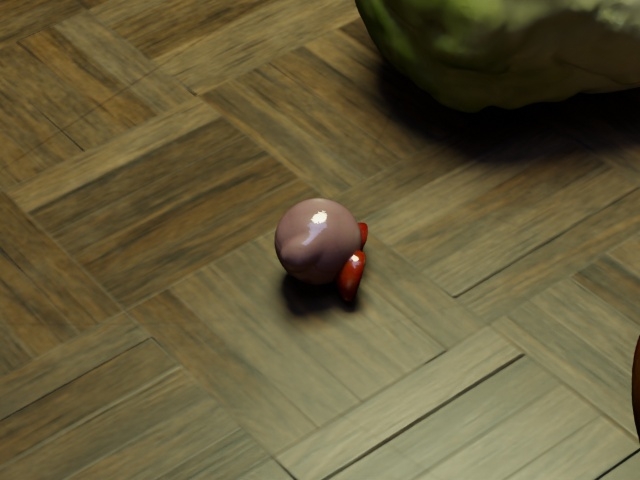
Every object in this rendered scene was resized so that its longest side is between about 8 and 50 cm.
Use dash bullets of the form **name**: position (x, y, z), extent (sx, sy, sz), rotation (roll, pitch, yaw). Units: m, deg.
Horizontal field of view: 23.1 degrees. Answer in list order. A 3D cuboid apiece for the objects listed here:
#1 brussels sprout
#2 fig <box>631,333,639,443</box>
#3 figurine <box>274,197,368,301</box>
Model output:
- **brussels sprout**: position (0.166, -0.233, 1.347), extent (0.274, 0.242, 0.316), rotation (-6, 39, -39)
- **fig**: position (0.277, 0.109, 0.975), extent (0.205, 0.205, 0.205), rotation (-4, 41, 3)
- **figurine**: position (0.000, 0.000, 1.212), extent (0.071, 0.067, 0.083), rotation (16, 25, -5)
